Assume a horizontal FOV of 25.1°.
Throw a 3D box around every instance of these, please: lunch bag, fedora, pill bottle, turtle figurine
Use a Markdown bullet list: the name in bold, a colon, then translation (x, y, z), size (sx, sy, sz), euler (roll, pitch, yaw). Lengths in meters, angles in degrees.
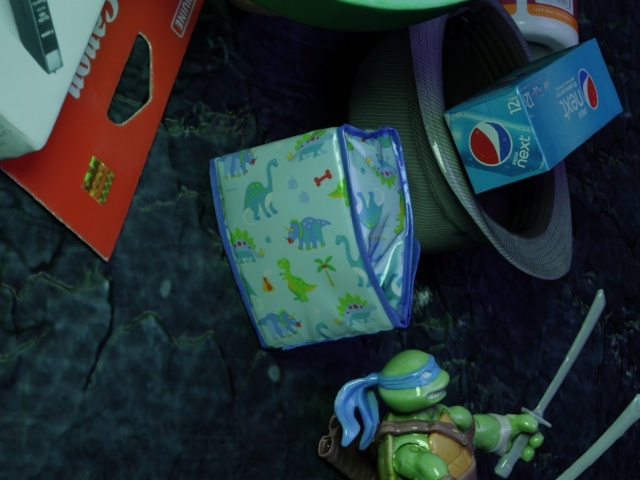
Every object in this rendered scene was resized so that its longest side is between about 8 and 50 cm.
- **lunch bag**: translation (0.000, 0.000, 1.060), size (0.096, 0.128, 0.151), euler (-1, 80, -54)
- **fedora**: translation (0.109, -0.084, 1.238), size (0.243, 0.124, 0.276), euler (9, 67, -54)
- **pill bottle**: translation (0.189, -0.281, 1.409), size (0.121, 0.121, 0.221), euler (23, 63, -49)
- **turtle figurine**: translation (0.151, 0.209, 1.121), size (0.274, 0.198, 0.266), euler (-11, 110, -17)

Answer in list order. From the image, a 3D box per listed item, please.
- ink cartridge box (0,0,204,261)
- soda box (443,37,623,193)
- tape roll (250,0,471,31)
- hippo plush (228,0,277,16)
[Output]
- **ink cartridge box**: translation (-0.160, -0.162, 0.947), size (0.239, 0.060, 0.275), euler (44, 48, -37)
- **soda box**: translation (0.178, -0.105, 1.171), size (0.210, 0.067, 0.071), euler (-33, 103, -57)
- **tape roll**: translation (0.030, -0.300, 0.925), size (0.321, 0.077, 0.321), euler (1, 86, -19)
- **hippo plush**: translation (-0.015, -0.316, 1.027), size (0.236, 0.294, 0.234), euler (41, 27, -30)
